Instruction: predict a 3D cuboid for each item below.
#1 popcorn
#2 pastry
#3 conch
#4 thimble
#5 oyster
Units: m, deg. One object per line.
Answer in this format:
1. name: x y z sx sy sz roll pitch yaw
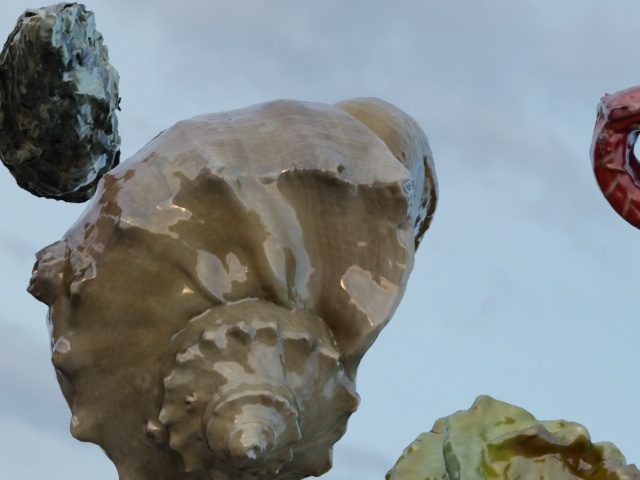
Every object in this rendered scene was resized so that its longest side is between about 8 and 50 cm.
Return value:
1. popcorn: 0.149 0.233 1.174 0.221 0.204 0.183 33 -32 16
2. pastry: 0.000 0.000 1.671 0.164 0.356 0.356 42 -18 18
3. conch: -0.067 0.013 0.964 0.186 0.263 0.324 32 18 -43
4. thimble: 0.382 -0.088 1.616 0.190 0.163 0.125 8 10 8
5. oyster: -0.336 -0.182 1.934 0.158 0.162 0.351 49 -27 24
